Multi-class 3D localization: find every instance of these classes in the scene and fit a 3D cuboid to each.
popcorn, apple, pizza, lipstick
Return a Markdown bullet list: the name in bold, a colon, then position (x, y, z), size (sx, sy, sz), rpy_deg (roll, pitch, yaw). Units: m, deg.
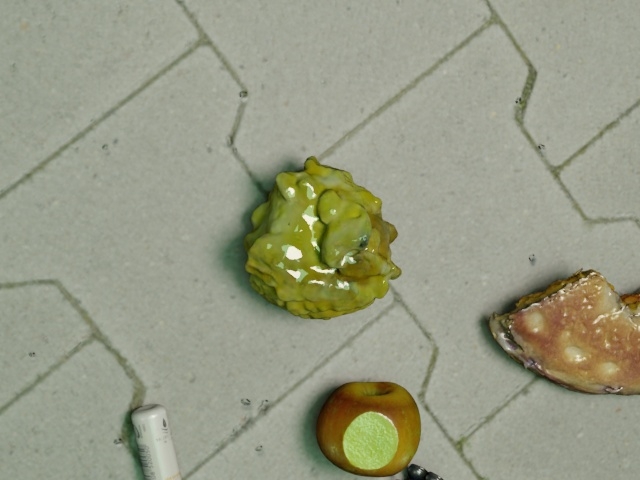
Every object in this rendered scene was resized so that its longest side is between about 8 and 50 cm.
- **popcorn**: position (-0.001, -0.002, 1.378), size (0.174, 0.142, 0.173), rpy_deg (2, 103, 9)
- **apple**: position (0.054, 0.203, 1.417), size (0.114, 0.099, 0.102), rpy_deg (14, 96, 2)
- **pizza**: position (0.340, 0.103, 1.492), size (0.306, 0.085, 0.161), rpy_deg (9, 113, -13)
- **lipstick**: position (-0.171, 0.247, 1.391), size (0.040, 0.040, 0.141), rpy_deg (-14, 97, -13)

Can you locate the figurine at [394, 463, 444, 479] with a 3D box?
- **figurine**: position (0.087, 0.327, 1.452), size (0.149, 0.086, 0.087), rpy_deg (-59, 145, -16)
